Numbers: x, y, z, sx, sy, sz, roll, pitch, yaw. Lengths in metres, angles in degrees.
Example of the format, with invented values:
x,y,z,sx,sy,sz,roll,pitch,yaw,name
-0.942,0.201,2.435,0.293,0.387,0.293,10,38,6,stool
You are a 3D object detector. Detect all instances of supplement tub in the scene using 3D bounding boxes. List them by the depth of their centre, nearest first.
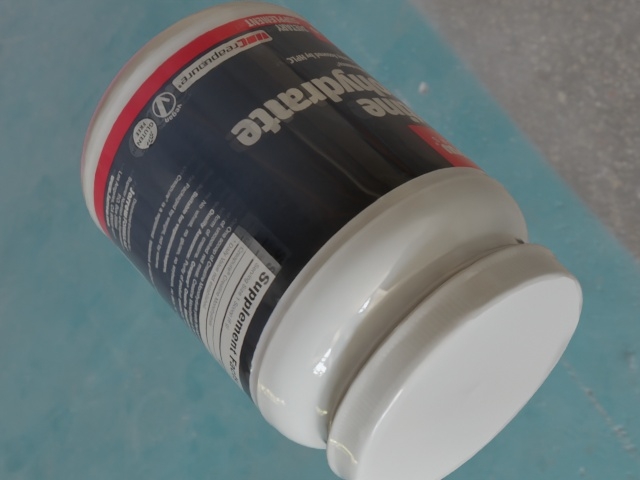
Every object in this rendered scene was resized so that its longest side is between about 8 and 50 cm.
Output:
x,y,z,sx,sy,sz,roll,pitch,yaw,name
0.000,0.000,0.707,0.272,0.191,0.191,44,111,29,supplement tub
